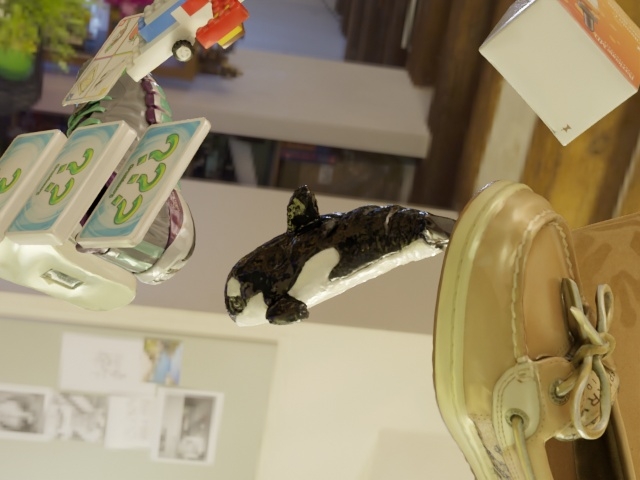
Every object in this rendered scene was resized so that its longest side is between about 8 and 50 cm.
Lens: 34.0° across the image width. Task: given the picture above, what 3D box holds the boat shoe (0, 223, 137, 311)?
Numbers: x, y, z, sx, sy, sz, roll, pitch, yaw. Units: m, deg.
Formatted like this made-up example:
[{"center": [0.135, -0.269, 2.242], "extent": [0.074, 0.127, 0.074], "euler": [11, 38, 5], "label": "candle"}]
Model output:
[{"center": [-0.261, -0.005, 0.985], "extent": [0.227, 0.079, 0.081], "euler": [38, 32, -50], "label": "boat shoe"}]

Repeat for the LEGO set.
[{"center": [-0.105, -0.106, 0.576], "extent": [0.182, 0.060, 0.244], "euler": [1, -127, 46], "label": "LEGO set"}]

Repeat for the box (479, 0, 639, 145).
[{"center": [0.250, -0.196, 1.050], "extent": [0.091, 0.130, 0.170], "euler": [-39, -172, 32], "label": "box"}]

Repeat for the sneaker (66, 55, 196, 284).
[{"center": [-0.166, -0.074, 0.805], "extent": [0.083, 0.098, 0.223], "euler": [-40, -125, 22], "label": "sneaker"}]

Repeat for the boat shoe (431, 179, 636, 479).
[{"center": [0.130, 0.103, 0.547], "extent": [0.104, 0.089, 0.285], "euler": [-36, 122, -40], "label": "boat shoe"}]

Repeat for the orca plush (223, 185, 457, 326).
[{"center": [0.000, 0.000, 0.985], "extent": [0.287, 0.151, 0.102], "euler": [-16, -72, 51], "label": "orca plush"}]

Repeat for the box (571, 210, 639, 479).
[{"center": [0.199, 0.084, 0.718], "extent": [0.021, 0.164, 0.201], "euler": [60, 16, -62], "label": "box"}]
